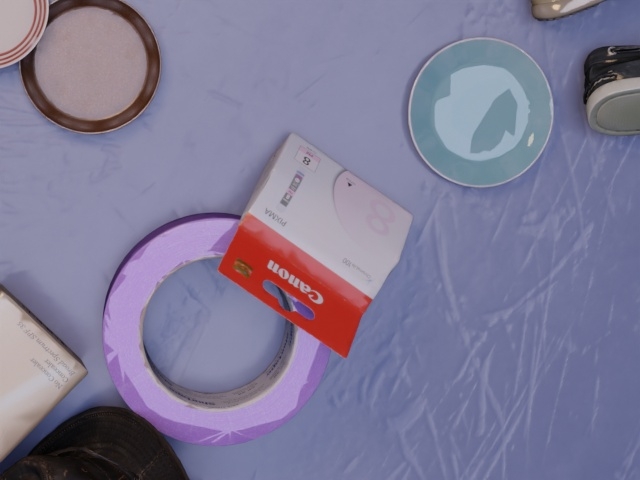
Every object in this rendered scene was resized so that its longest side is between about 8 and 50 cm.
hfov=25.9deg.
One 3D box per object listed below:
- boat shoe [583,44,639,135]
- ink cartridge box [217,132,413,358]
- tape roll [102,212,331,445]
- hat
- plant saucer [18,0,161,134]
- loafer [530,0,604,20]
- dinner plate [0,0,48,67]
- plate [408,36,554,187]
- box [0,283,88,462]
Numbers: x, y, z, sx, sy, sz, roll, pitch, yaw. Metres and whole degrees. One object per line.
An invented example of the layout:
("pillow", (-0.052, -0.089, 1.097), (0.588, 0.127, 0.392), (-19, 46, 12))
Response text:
("boat shoe", (0.491, -0.209, 1.743), (0.340, 0.127, 0.113), (-8, 54, -1))
("ink cartridge box", (0.000, 0.000, 1.640), (0.189, 0.232, 0.066), (35, 126, -11))
("tape roll", (-0.126, 0.106, 1.690), (0.274, 0.090, 0.275), (-1, 95, -8))
("hat", (-0.292, 0.331, 1.569), (0.331, 0.331, 0.134), (-57, 141, 0))
("plant saucer", (-0.275, -0.212, 1.665), (0.168, 0.029, 0.168), (-1, 97, -9))
("loafer", (0.377, -0.355, 1.711), (0.268, 0.102, 0.092), (-24, 105, -5))
("dinner plate", (-0.386, -0.268, 1.634), (0.141, 0.017, 0.141), (-1, 85, 6))
("plate", (0.200, -0.160, 1.744), (0.188, 0.024, 0.188), (-1, 95, -8))
("box", (-0.432, 0.211, 1.621), (0.148, 0.121, 0.311), (44, 82, -12))
